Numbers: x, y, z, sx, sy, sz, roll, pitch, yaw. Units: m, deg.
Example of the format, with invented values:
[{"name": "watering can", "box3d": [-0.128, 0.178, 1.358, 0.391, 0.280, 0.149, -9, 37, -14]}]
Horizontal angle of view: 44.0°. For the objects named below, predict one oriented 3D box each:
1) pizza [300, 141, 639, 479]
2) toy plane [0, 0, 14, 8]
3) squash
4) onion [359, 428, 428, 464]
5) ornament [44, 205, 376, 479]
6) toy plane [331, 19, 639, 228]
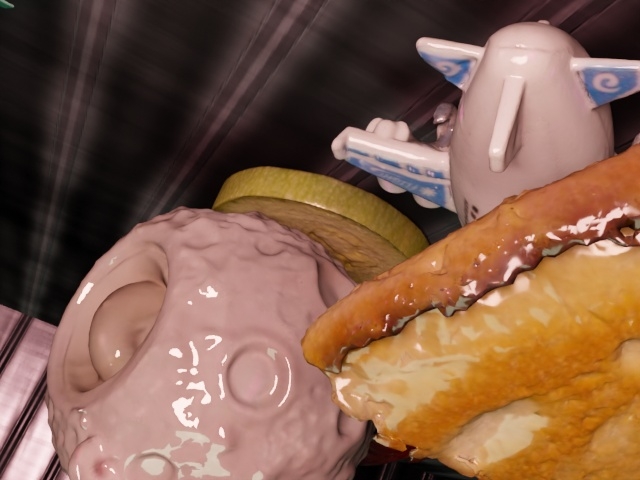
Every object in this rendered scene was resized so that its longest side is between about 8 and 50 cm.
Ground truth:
[{"name": "pizza", "box3d": [0.265, 0.042, 0.447, 0.435, 0.080, 0.392, 25, 125, -25]}, {"name": "toy plane", "box3d": [-0.280, -0.207, 0.604, 0.235, 0.060, 0.096, 9, 165, 35]}, {"name": "squash", "box3d": [0.000, 0.000, 0.884, 0.252, 0.048, 0.252, 18, 158, 7]}, {"name": "onion", "box3d": [0.100, 0.205, 1.067, 0.247, 0.190, 0.246, -20, 156, -9]}, {"name": "ornament", "box3d": [-0.096, 0.140, 0.795, 0.337, 0.337, 0.337, 17, 160, 7]}, {"name": "toy plane", "box3d": [0.139, -0.049, 0.533, 0.267, 0.122, 0.267, 18, 162, 6]}]
